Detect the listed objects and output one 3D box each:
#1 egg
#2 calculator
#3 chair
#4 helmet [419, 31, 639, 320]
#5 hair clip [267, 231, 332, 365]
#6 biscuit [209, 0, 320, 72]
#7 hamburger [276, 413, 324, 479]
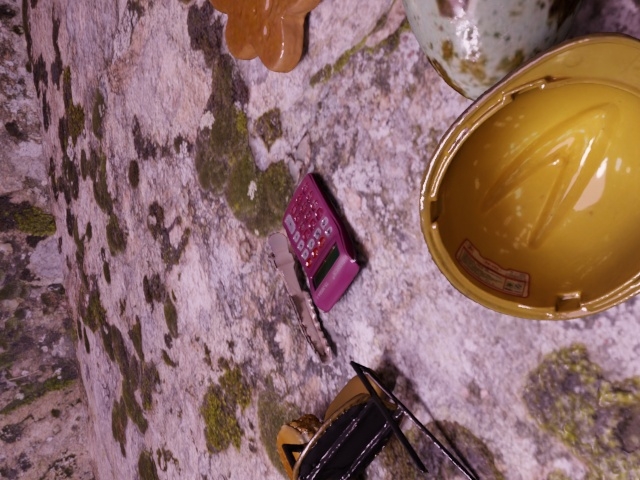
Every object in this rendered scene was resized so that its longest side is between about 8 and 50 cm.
[{"bbox_3d":[0.153,-0.238,0.567,0.169,0.169,0.231,-2,85,55],"label":"egg"},{"bbox_3d":[0.000,0.000,0.963,0.126,0.034,0.190,-59,45,43],"label":"calculator"},{"bbox_3d":[0.050,0.269,0.823,0.158,0.172,0.247,-52,49,9],"label":"chair"},{"bbox_3d":[0.212,-0.061,0.552,0.205,0.140,0.257,37,124,4],"label":"helmet"},{"bbox_3d":[-0.035,0.099,1.025,0.072,0.034,0.225,112,136,-71],"label":"hair clip"},{"bbox_3d":[-0.102,-0.428,0.999,0.355,0.052,0.275,55,137,35],"label":"biscuit"},{"bbox_3d":[-0.010,0.345,0.982,0.138,0.083,0.147,38,147,58],"label":"hamburger"}]
